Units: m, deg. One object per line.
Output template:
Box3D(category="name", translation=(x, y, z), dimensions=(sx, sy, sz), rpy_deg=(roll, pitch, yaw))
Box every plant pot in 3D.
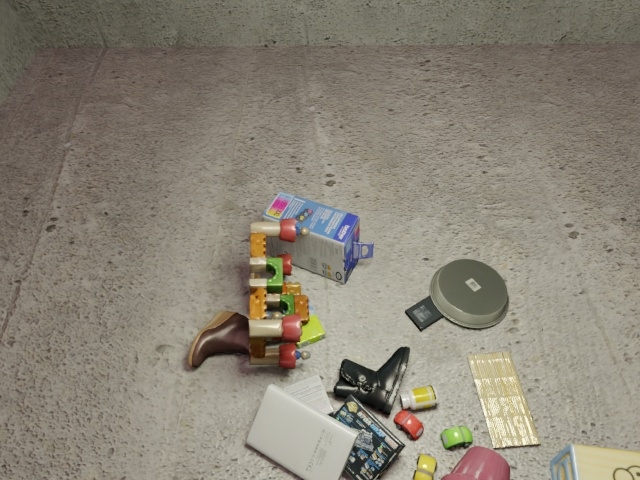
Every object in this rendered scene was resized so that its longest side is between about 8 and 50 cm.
Box3D(category="plant pot", translation=(0.445, 0.695, 1.441), dimensions=(0.201, 0.201, 0.180), rpy_deg=(25, 42, 20))

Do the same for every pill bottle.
Box3D(category="pill bottle", translation=(0.317, 0.510, 1.653), dimensions=(0.116, 0.065, 0.065), rpy_deg=(-9, 53, -5))

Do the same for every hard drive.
Box3D(category="hard drive", translation=(-0.060, 0.599, 1.552), dimensions=(0.307, 0.040, 0.203), rpy_deg=(24, 96, 20))
Box3D(category="hard drive", translation=(0.389, 0.260, 1.866), dimensions=(0.135, 0.022, 0.094), rpy_deg=(-28, 56, -17))

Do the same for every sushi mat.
Box3D(category="sushi mat", translation=(0.591, 0.509, 1.669), dimensions=(0.151, 0.019, 0.317), rpy_deg=(-6, 53, -1))

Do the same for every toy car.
Box3D(category="toy car", translation=(0.362, 0.615, 1.578), dimensions=(0.224, 0.053, 0.239), rpy_deg=(-12, 53, -6))

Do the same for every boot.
Box3D(category="boot", translation=(-0.320, 0.360, 1.784), dimensions=(0.206, 0.090, 0.248), rpy_deg=(17, 52, 18))
Box3D(category="boot", translation=(0.171, 0.431, 1.701), dimensions=(0.207, 0.094, 0.247), rpy_deg=(20, 62, 13))

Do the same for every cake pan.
Box3D(category="cake pan", translation=(0.552, 0.181, 1.883), dimensions=(0.293, 0.054, 0.293), rpy_deg=(2, 50, -2))

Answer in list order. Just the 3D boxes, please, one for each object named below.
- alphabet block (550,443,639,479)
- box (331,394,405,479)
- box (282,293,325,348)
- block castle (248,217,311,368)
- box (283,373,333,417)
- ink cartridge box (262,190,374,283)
Box3D(category="alphabet block", translation=(0.773, 0.690, 1.413), dimensions=(0.197, 0.193, 0.193), rpy_deg=(6, 55, 7))
Box3D(category="box", translation=(0.118, 0.611, 1.559), dimensions=(0.220, 0.051, 0.175), rpy_deg=(38, 85, 27))
Box3D(category="box", translation=(-0.065, 0.290, 1.854), dimensions=(0.109, 0.042, 0.178), rpy_deg=(-20, 54, -12))
Box3D(category="block castle", translation=(-0.133, 0.178, 1.723), dimensions=(0.212, 0.303, 0.454), rpy_deg=(0, 53, -8))
Box3D(category="box", translation=(-0.039, 0.525, 1.656), dimensions=(0.126, 0.072, 0.137), rpy_deg=(-19, 55, -10))
Box3D(category="ink cartridge box", translation=(0.000, 0.000, 1.929), dimensions=(0.395, 0.270, 0.151), rpy_deg=(21, 58, 17))
